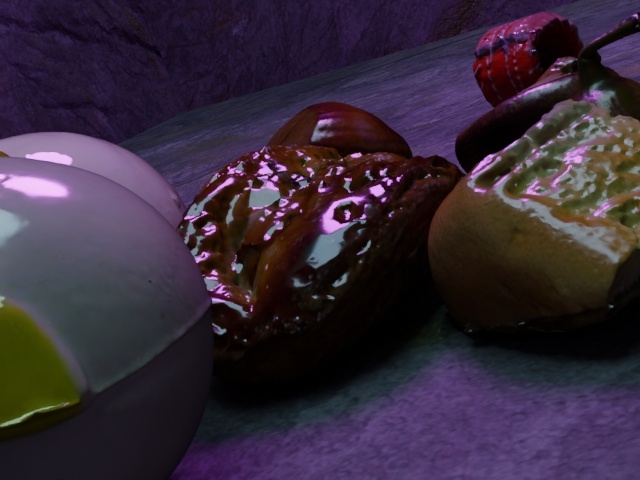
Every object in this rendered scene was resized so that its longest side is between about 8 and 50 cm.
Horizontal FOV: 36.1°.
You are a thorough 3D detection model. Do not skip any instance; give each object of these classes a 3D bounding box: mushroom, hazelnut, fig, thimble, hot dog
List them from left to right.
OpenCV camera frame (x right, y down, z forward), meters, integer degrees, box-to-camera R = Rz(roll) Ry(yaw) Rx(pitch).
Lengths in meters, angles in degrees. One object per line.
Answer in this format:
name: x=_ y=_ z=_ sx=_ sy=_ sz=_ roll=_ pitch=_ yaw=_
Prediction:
hot dog: x=0.000 y=0.000 z=1.004 sx=0.267 sy=0.174 sz=0.387 roll=3 pitch=24 yaw=32
hazelnut: x=0.027 y=-0.110 z=1.429 sx=0.181 sy=0.181 sz=0.212 roll=-53 pitch=22 yaw=-11
thimble: x=0.358 y=-0.294 z=1.656 sx=0.125 sy=0.163 sz=0.190 roll=-5 pitch=6 yaw=44
mushroom: x=0.273 y=-0.123 z=1.200 sx=0.194 sy=0.138 sz=0.231 roll=-37 pitch=0 yaw=-15
fig: x=0.300 y=-0.113 z=1.028 sx=0.142 sy=0.186 sz=0.148 roll=-41 pitch=12 yaw=-14

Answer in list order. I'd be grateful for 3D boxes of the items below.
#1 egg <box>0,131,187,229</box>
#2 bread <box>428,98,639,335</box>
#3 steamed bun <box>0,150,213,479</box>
egg: x=-0.292 y=0.026 z=1.038 sx=0.283 sy=0.283 sz=0.345 roll=-10 pitch=2 yaw=30
bread: x=0.192 y=-0.011 z=0.848 sx=0.204 sy=0.162 sz=0.262 roll=-38 pitch=7 yaw=-24
steamed bun: x=-0.262 y=0.096 z=0.728 sx=0.374 sy=0.334 sz=0.334 roll=-21 pitch=14 yaw=15
